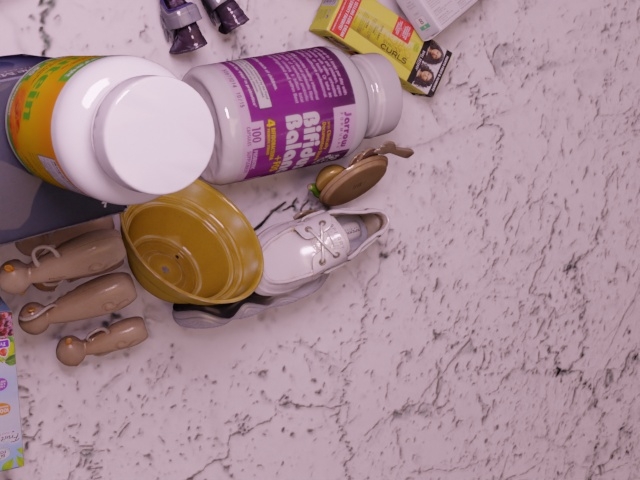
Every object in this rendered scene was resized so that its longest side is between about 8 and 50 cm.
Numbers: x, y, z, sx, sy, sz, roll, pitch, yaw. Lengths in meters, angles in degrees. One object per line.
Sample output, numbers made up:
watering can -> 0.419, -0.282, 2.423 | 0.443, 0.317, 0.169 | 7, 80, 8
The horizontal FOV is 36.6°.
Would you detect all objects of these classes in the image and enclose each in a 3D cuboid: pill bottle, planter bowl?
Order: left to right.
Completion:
pill bottle -> -0.199, -0.106, 0.914 | 0.136, 0.246, 0.136 | -7, 102, -32
planter bowl -> -0.190, 0.018, 1.298 | 0.217, 0.217, 0.090 | 15, 134, -34
pill bottle -> -0.038, -0.187, 1.393 | 0.302, 0.169, 0.169 | -15, 110, -27

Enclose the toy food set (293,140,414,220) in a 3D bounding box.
toy food set -> 0.045, -0.099, 1.485 | 0.192, 0.038, 0.132 | -38, 162, 21

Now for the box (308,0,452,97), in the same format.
box -> 0.097, -0.312, 1.513 | 0.232, 0.058, 0.087 | 26, 88, -34

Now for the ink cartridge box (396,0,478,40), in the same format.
ink cartridge box -> 0.162, -0.450, 1.513 | 0.181, 0.056, 0.224 | -43, 101, -33

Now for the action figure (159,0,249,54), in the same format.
action figure -> -0.207, -0.396, 1.285 | 0.185, 0.099, 0.285 | -29, 112, -15

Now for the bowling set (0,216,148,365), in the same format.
bowling set -> -0.340, 0.031, 1.285 | 0.154, 0.200, 0.287 | -18, 146, -14

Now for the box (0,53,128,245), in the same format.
box -> -0.418, -0.102, 1.101 | 0.296, 0.294, 0.182 | -18, 111, -28

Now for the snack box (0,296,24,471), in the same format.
snack box -> -0.433, 0.166, 1.230 | 0.070, 0.174, 0.207 | -6, 106, -28

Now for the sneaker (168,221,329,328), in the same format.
sneaker -> -0.105, 0.025, 1.444 | 0.269, 0.101, 0.153 | -19, 108, -30

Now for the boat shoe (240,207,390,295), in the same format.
boat shoe -> 0.000, 0.000, 1.422 | 0.277, 0.096, 0.098 | -27, 94, -46
